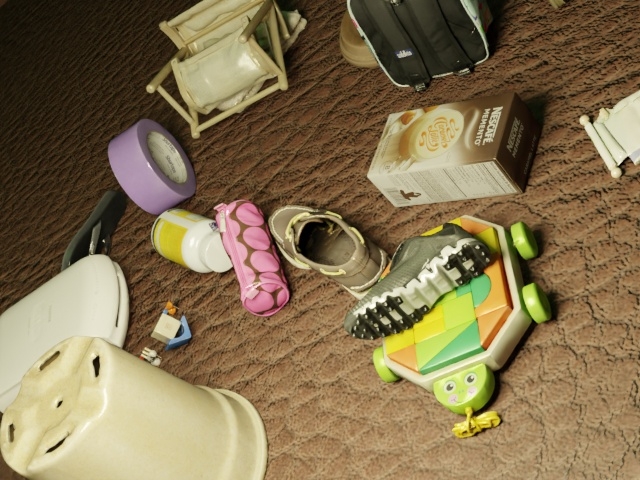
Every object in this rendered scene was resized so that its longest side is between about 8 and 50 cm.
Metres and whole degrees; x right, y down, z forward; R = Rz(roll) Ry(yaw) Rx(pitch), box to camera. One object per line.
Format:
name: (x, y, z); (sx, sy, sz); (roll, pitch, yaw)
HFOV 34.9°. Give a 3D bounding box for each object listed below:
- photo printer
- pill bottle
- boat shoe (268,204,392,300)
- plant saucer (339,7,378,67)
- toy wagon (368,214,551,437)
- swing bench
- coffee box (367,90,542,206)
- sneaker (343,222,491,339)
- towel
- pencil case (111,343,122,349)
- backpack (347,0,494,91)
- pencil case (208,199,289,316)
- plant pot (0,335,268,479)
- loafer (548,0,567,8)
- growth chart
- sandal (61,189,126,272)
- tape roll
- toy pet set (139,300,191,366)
photo printer: (-0.511, 0.181, 2.024); (0.308, 0.107, 0.256); (-32, 40, 17)
pill bottle: (-0.236, 0.004, 1.935); (0.184, 0.103, 0.103); (19, 71, 49)
boat shoe: (0.000, 0.000, 1.726); (0.116, 0.097, 0.324); (-50, 38, -5)
plant saucer: (0.147, -0.468, 2.061); (0.278, 0.041, 0.277); (-25, 43, 26)
toy wagon: (0.196, 0.117, 1.465); (0.267, 0.068, 0.344); (-26, 42, 24)
swing bench: (-0.208, -0.397, 2.156); (0.253, 0.165, 0.254); (-24, 41, 24)
coffee box: (0.217, -0.145, 1.657); (0.247, 0.098, 0.141); (-6, 53, 39)
sneaker: (0.130, 0.055, 1.470); (0.234, 0.078, 0.106); (-35, 37, 7)
towel: (-0.164, -0.408, 2.284); (0.187, 0.049, 0.282); (17, 69, 49)
pencil case: (-0.422, 0.320, 1.813); (0.113, 0.124, 0.273); (-29, 36, 50)
backpack: (0.174, -0.425, 1.815); (0.225, 0.253, 0.191); (-13, 50, 31)
pencil case: (-0.125, 0.028, 1.781); (0.095, 0.098, 0.209); (-33, 54, 12)
plant pot: (-0.304, 0.311, 1.558); (0.334, 0.305, 0.333); (-25, 42, 25)
loafer: (0.427, -0.469, 1.790); (0.050, 0.056, 0.148); (-17, 46, 40)
growth chart: (0.507, -0.183, 1.488); (0.237, 0.021, 0.172); (-28, 42, 21)
sandal: (-0.479, 0.000, 2.178); (0.055, 0.097, 0.254); (15, 65, 19)
tape roll: (-0.347, -0.153, 2.108); (0.080, 0.189, 0.189); (-30, 40, 18)
toy pet set: (-0.275, 0.172, 1.874); (0.122, 0.065, 0.114); (-67, 8, -29)
